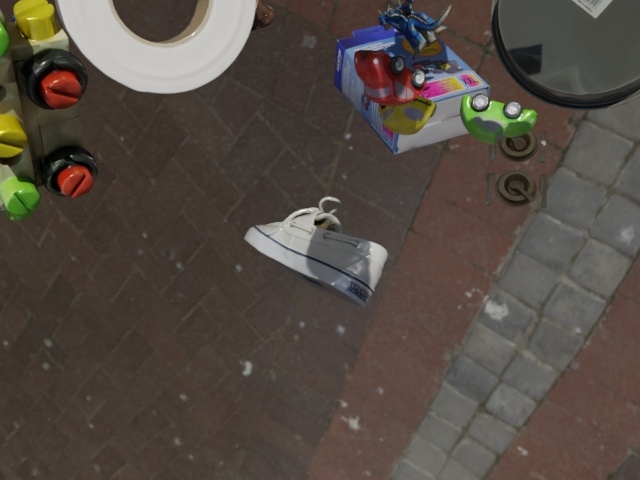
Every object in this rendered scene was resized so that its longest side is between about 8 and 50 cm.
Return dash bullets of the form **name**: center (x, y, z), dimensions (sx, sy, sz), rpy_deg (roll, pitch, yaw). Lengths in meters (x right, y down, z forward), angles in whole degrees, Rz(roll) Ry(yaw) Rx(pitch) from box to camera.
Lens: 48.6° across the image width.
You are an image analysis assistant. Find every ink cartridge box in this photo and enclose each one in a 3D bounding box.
- **ink cartridge box**: center (0.211, -0.422, 1.851), dimensions (0.395, 0.270, 0.151), rpy_deg (56, 155, 38)

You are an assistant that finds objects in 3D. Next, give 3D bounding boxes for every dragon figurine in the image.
- **dragon figurine**: center (0.199, -0.492, 1.574), dimensions (0.085, 0.289, 0.144), rpy_deg (-43, 94, 2)

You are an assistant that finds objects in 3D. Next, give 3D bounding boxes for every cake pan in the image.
- **cake pan**: center (0.386, -0.335, 1.012), dimensions (0.293, 0.054, 0.293), rpy_deg (3, 97, 24)

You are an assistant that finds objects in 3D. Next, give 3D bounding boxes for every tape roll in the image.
- **tape roll**: center (-0.240, -0.363, 1.043), dimensions (0.100, 0.286, 0.286), rpy_deg (-143, 37, -63)

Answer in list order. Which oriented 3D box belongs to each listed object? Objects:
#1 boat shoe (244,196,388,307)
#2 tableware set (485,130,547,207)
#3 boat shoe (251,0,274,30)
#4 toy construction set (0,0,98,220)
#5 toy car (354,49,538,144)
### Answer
- **boat shoe**: center (-0.005, -0.004, 1.322), dimensions (0.136, 0.156, 0.367), rpy_deg (37, 170, -33)
- **tableware set**: center (0.427, -0.167, 1.540), dimensions (0.128, 0.194, 0.039), rpy_deg (3, 160, 13)
- **boat shoe**: center (-0.145, -0.395, 1.261), dimensions (0.207, 0.073, 0.073), rpy_deg (30, 98, 62)
- **toy construction set**: center (-0.300, -0.098, 0.558), dimensions (0.151, 0.215, 0.328), rpy_deg (61, 153, 15)
- **toy car**: center (0.161, -0.165, 0.911), dimensions (0.225, 0.239, 0.053), rpy_deg (16, 88, 14)
